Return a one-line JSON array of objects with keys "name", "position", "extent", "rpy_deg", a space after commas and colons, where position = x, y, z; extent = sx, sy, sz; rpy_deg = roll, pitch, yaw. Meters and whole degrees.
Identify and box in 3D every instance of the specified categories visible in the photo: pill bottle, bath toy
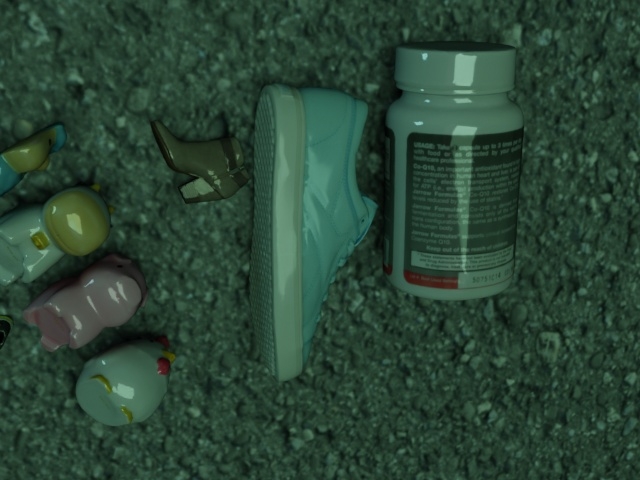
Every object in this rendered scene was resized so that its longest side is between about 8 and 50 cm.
[{"name": "pill bottle", "position": [0.156, -0.086, 0.961], "extent": [0.161, 0.161, 0.283], "rpy_deg": [-5, 109, -13]}, {"name": "bath toy", "position": [-0.263, 0.048, 0.922], "extent": [0.151, 0.129, 0.348], "rpy_deg": [-8, 115, 36]}]

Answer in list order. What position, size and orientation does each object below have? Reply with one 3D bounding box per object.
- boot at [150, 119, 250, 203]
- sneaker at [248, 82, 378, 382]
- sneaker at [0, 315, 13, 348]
[{"name": "boot", "position": [-0.136, -0.100, 0.949], "extent": [0.087, 0.042, 0.118], "rpy_deg": [-26, 113, -12]}, {"name": "sneaker", "position": [0.000, 0.000, 0.966], "extent": [0.150, 0.135, 0.365], "rpy_deg": [-3, 112, -17]}, {"name": "sneaker", "position": [-0.394, 0.126, 0.954], "extent": [0.031, 0.035, 0.083], "rpy_deg": [34, 97, -21]}]
